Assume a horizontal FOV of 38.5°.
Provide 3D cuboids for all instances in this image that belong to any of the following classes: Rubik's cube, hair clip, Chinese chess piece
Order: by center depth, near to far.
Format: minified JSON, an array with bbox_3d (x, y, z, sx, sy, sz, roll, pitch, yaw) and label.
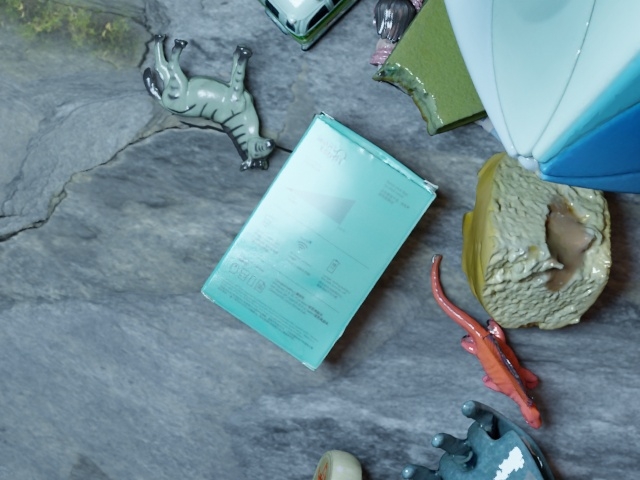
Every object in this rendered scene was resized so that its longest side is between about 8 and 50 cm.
[{"bbox_3d":[0.387,-0.281,1.058,0.352,0.351,0.347,2,54,-28],"label":"Rubik's cube"},{"bbox_3d":[0.210,0.405,1.248,0.318,0.392,0.238,-49,64,8],"label":"hair clip"},{"bbox_3d":[0.019,0.366,1.329,0.051,0.122,0.122,18,95,-11],"label":"Chinese chess piece"}]

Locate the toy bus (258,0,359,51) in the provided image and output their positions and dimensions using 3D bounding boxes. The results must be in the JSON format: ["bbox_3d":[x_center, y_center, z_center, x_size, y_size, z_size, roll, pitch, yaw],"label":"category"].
[{"bbox_3d":[-0.074,-0.411,1.265,0.133,0.165,0.276,-44,90,5],"label":"toy bus"}]

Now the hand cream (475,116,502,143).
[{"bbox_3d":[0.204,-0.209,1.318,0.170,0.043,0.065,29,97,-2],"label":"hand cream"}]

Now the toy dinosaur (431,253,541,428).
[{"bbox_3d":[0.236,0.147,1.288,0.070,0.139,0.286,-32,90,5],"label":"toy dinosaur"}]

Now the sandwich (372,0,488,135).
[{"bbox_3d":[0.218,-0.226,1.273,0.245,0.063,0.212,33,76,-1],"label":"sandwich"}]

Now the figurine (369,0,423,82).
[{"bbox_3d":[0.109,-0.290,1.314,0.072,0.054,0.129,4,96,0],"label":"figurine"}]

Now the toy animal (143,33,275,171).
[{"bbox_3d":[-0.158,-0.201,1.335,0.216,0.073,0.176,13,109,8],"label":"toy animal"}]

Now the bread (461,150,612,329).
[{"bbox_3d":[0.296,0.014,1.308,0.183,0.224,0.211,7,136,-2],"label":"bread"}]

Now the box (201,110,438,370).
[{"bbox_3d":[0.000,0.000,1.309,0.205,0.118,0.311,33,96,-1],"label":"box"}]
